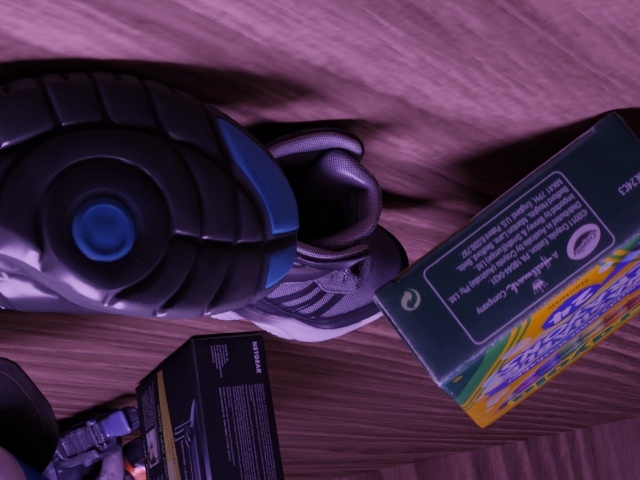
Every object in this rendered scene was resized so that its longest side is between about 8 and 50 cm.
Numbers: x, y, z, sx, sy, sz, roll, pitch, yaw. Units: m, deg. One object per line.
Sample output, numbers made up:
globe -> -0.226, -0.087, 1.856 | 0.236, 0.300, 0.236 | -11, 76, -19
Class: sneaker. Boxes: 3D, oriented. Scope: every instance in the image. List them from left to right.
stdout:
sneaker -> -0.180, -0.023, 0.785 | 0.341, 0.125, 0.139 | 7, 170, -22
sneaker -> 0.000, 0.000, 0.961 | 0.153, 0.101, 0.268 | -18, 160, 41

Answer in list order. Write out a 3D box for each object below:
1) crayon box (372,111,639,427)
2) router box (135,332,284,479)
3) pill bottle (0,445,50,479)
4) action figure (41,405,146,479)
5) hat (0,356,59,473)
crayon box -> 0.167, 0.039, 1.100 | 0.203, 0.083, 0.323 | -37, 163, 2
router box -> -0.110, 0.274, 1.534 | 0.081, 0.309, 0.243 | -3, 165, -22
pill bottle -> -0.258, 0.215, 1.098 | 0.124, 0.124, 0.221 | -12, 153, 11
action figure -> -0.253, 0.300, 1.842 | 0.330, 0.178, 0.341 | -11, 171, -32
hat -> -0.365, 0.113, 1.132 | 0.331, 0.134, 0.331 | -13, 151, -8
